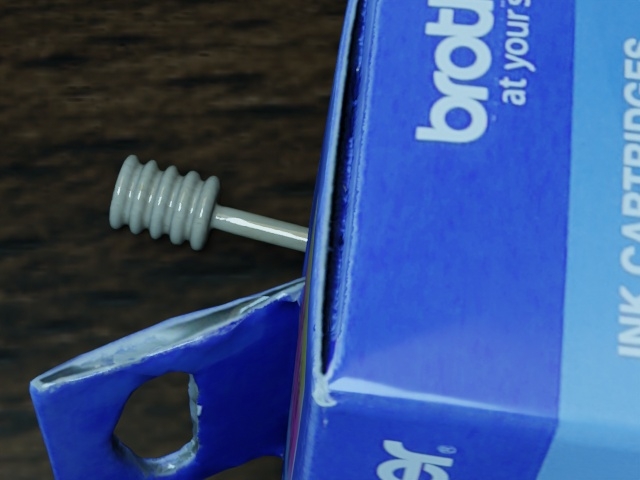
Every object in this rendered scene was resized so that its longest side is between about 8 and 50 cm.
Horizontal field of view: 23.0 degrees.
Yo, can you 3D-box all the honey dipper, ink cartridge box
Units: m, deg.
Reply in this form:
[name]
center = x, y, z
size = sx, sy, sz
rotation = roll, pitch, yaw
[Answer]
[honey dipper]
center = 0.000, 0.000, 0.604
size = 0.160, 0.030, 0.030
rotation = 14, 62, 2
[ink cartridge box]
center = 0.127, 0.051, 0.447
size = 0.395, 0.270, 0.151
rotation = 8, 59, 1
